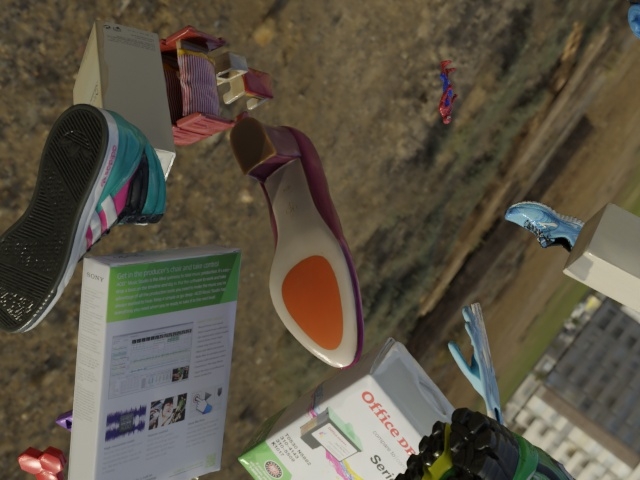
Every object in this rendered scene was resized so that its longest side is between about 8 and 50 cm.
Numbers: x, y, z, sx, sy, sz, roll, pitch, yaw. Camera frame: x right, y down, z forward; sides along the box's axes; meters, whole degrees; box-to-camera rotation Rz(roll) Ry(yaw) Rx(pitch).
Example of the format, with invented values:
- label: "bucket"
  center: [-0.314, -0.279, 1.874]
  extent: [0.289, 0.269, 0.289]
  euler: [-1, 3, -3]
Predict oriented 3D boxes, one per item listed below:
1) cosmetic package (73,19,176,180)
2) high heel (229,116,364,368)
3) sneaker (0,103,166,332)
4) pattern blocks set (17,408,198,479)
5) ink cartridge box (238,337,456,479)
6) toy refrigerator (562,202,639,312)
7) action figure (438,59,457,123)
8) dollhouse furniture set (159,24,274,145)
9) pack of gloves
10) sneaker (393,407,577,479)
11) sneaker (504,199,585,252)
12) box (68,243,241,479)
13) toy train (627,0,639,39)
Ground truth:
- label: "cosmetic package"
  center: [-0.318, -0.192, 1.542]
  extent: [0.113, 0.309, 0.160]
  euler: [10, 131, -24]
- label: "high heel"
  center: [0.000, 0.000, 1.349]
  extent: [0.127, 0.377, 0.181]
  euler: [-25, 163, 22]
- label: "sneaker"
  center: [-0.289, -0.023, 1.197]
  extent: [0.295, 0.124, 0.178]
  euler: [-61, 158, 12]
- label: "pattern blocks set"
  center: [-0.292, 0.383, 1.532]
  extent: [0.285, 0.325, 0.026]
  euler: [-42, -168, 31]
- label: "ink cartridge box"
  center: [0.053, 0.303, 1.406]
  extent: [0.278, 0.201, 0.117]
  euler: [-38, -176, 29]
- label: "toy refrigerator"
  center: [0.488, 0.055, 1.344]
  extent: [0.094, 0.270, 0.102]
  euler: [-61, 176, -18]
- label: "action figure"
  center: [0.214, -0.246, 1.624]
  extent: [0.038, 0.030, 0.115]
  euler: [49, 44, -57]
- label: "dollhouse furniture set"
  center: [-0.204, -0.311, 2.104]
  extent: [0.152, 0.201, 0.374]
  euler: [-17, 168, 33]
- label: "pack of gloves"
  center: [0.214, 0.201, 1.317]
  extent: [0.046, 0.232, 0.195]
  euler: [-13, 173, 11]
- label: "sneaker"
  center: [0.084, 0.302, 0.765]
  extent: [0.343, 0.146, 0.134]
  euler: [-55, -163, 19]
- label: "sneaker"
  center: [0.432, -0.024, 1.875]
  extent: [0.063, 0.162, 0.073]
  euler: [93, 19, -67]
- label: "box"
  center: [-0.212, 0.170, 1.260]
  extent: [0.232, 0.059, 0.321]
  euler: [-6, 107, -52]
- label: "toy train"
  center: [0.365, -0.245, 0.949]
  extent: [0.080, 0.184, 0.105]
  euler: [-27, 120, -10]
